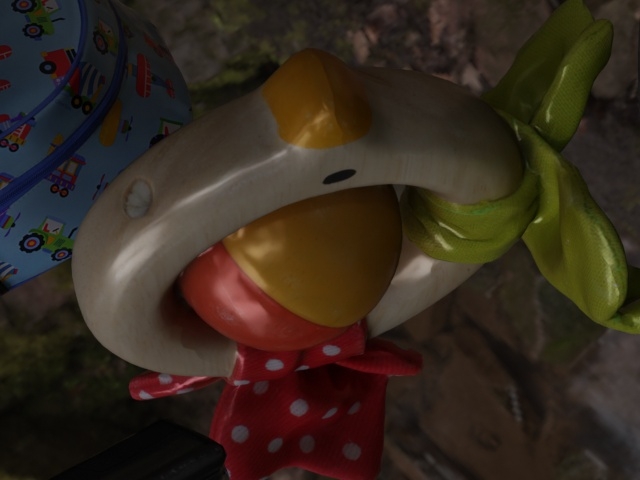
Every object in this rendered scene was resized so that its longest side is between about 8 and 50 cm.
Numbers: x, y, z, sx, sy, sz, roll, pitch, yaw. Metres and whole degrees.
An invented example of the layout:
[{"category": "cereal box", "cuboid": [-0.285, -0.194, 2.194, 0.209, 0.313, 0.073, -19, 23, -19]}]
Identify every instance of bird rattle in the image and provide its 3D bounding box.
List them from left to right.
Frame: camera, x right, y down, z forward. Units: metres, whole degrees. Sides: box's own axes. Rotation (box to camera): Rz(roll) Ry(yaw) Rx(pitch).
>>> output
[{"category": "bird rattle", "cuboid": [0.000, 0.000, 0.519, 0.253, 0.207, 0.143, -27, 62, 33]}]

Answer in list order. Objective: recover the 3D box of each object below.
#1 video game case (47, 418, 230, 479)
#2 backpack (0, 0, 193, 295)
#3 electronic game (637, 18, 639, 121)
[{"category": "video game case", "cuboid": [-0.110, 0.214, 0.345, 0.035, 0.275, 0.248, 14, 124, 53]}, {"category": "backpack", "cuboid": [-0.146, -0.051, 0.546, 0.158, 0.173, 0.117, 61, -179, 42]}, {"category": "electronic game", "cuboid": [0.159, -0.012, 0.526, 0.048, 0.229, 0.229, -10, 121, 0]}]
